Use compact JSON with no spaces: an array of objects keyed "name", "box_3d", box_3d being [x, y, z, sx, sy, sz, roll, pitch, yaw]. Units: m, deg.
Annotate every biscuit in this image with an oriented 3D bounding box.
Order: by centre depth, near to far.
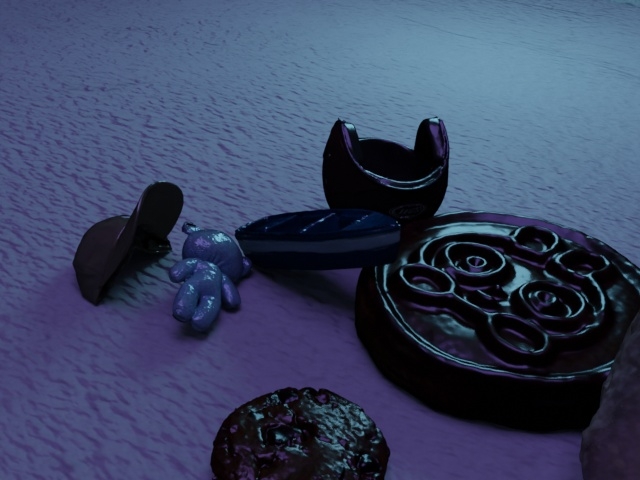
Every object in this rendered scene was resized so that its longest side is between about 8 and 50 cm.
[{"name":"biscuit","box_3d":[-0.022,0.225,0.830,0.191,0.049,0.192,3,36,-2]},{"name":"biscuit","box_3d":[0.247,0.078,1.037,0.406,0.091,0.407,1,31,-1]}]

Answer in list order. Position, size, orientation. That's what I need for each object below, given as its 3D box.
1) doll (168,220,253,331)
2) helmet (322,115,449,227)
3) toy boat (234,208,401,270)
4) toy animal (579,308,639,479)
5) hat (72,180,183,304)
[{"name":"doll","box_3d":[-0.162,0.058,1.085,0.120,0.075,0.180,38,42,-20]},{"name":"helmet","box_3d":[0.097,-0.099,1.215,0.189,0.193,0.216,-5,23,-16]},{"name":"toy boat","box_3d":[0.000,0.000,1.082,0.096,0.062,0.299,-26,17,-40]},{"name":"toy animal","box_3d":[0.419,0.151,0.804,0.226,0.188,0.359,26,73,19]},{"name":"hat","box_3d":[-0.280,-0.022,1.108,0.144,0.173,0.166,21,35,18]}]
